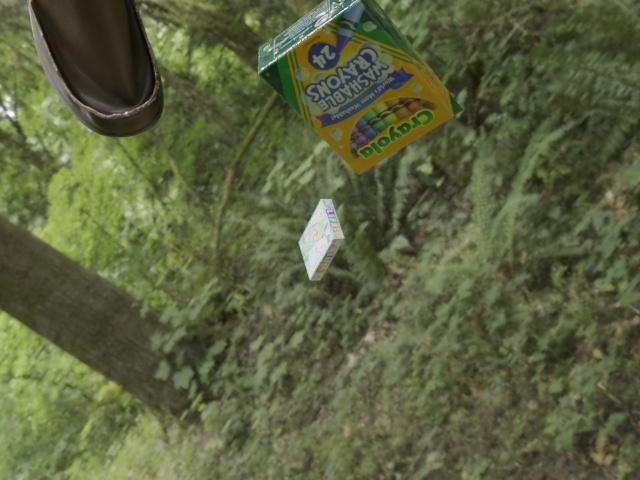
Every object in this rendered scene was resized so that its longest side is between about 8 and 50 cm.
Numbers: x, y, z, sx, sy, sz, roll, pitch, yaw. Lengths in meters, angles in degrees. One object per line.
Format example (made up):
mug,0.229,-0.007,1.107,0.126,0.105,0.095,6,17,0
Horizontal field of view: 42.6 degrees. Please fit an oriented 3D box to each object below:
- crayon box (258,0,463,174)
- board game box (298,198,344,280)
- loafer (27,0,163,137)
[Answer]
crayon box,0.077,-0.246,1.364,0.203,0.323,0.083,-31,38,25
board game box,0.000,0.000,1.737,0.154,0.026,0.104,119,142,-48
loafer,-0.294,-0.296,0.968,0.133,0.366,0.130,-25,2,-13
